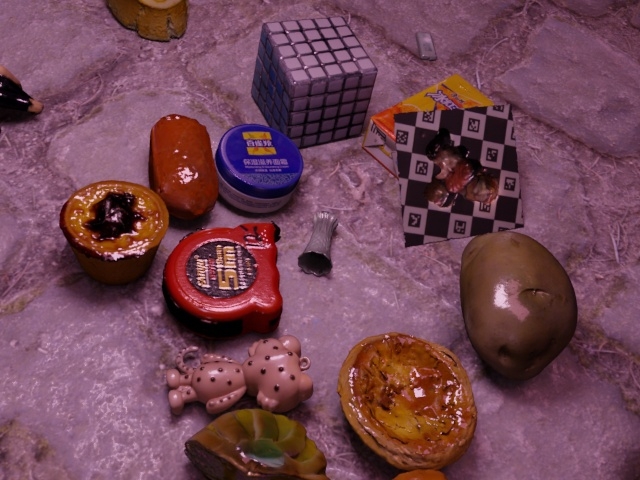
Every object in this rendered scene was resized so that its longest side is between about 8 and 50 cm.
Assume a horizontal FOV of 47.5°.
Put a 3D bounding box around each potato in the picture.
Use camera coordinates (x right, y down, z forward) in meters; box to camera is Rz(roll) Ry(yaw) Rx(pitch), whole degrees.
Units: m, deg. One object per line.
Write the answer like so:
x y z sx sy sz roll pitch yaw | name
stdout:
0.418 0.126 1.548 0.243 0.221 0.326 11 47 -1 | potato

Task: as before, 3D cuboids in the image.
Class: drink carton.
0.290 -0.307 1.933 0.351 0.111 0.154 -31 65 -32 | drink carton

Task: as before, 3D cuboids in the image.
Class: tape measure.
-0.198 0.081 1.518 0.261 0.114 0.253 -2 53 -10 | tape measure

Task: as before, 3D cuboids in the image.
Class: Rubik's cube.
-0.020 -0.403 1.855 0.238 0.237 0.237 -15 56 -22 | Rubik's cube

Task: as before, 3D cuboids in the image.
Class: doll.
-0.154 0.261 1.395 0.278 0.119 0.154 -3 52 -3 | doll

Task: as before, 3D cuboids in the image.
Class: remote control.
0.323 -0.596 2.223 0.053 0.018 0.124 2 52 -10 | remote control

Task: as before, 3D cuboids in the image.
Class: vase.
0.000 0.000 1.650 0.081 0.081 0.148 14 47 -1 | vase

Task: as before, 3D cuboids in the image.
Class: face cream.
-0.151 -0.166 1.711 0.206 0.111 0.206 13 50 -16 | face cream

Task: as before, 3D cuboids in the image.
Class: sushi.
0.327 -0.166 1.797 0.340 0.069 0.320 -9 96 -19 | sushi

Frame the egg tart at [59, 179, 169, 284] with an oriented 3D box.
-0.420 -0.011 1.501 0.215 0.170 0.215 6 51 -7 | egg tart

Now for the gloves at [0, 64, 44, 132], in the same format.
-0.808 -0.346 1.709 0.301 0.152 0.197 12 77 -21 | gloves

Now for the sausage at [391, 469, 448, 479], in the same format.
0.197 0.572 1.220 0.134 0.116 0.353 8 53 -25 | sausage

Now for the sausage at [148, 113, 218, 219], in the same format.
-0.316 -0.166 1.656 0.141 0.153 0.268 -1 54 -20 | sausage

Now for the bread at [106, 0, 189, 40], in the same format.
-0.481 -0.674 2.044 0.257 0.124 0.186 32 46 14 | bread

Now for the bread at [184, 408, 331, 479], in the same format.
-0.109 0.369 1.286 0.261 0.158 0.156 7 48 -10 | bread

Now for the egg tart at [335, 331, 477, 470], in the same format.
0.164 0.316 1.413 0.290 0.115 0.290 7 52 -10 | egg tart
